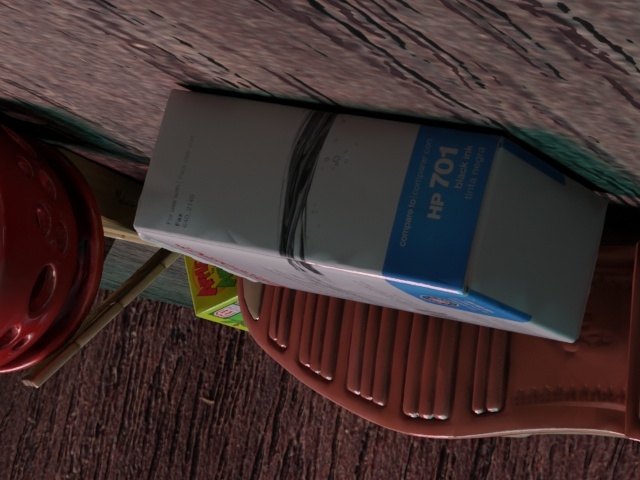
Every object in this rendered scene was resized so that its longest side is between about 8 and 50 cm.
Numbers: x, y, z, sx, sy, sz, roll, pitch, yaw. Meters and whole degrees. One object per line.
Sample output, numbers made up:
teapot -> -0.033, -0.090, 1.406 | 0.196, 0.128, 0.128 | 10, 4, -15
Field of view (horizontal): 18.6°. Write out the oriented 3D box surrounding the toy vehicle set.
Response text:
toy vehicle set -> -0.218, -0.042, 1.530 | 0.166, 0.035, 0.267 | 12, 174, 21

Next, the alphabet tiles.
alphabet tiles -> -0.142, 0.037, 1.436 | 0.009, 0.198, 0.237 | 47, 170, -5

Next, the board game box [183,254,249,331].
board game box -> -0.023, 0.019, 1.327 | 0.043, 0.092, 0.181 | -26, 154, 27

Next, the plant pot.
plant pot -> -0.245, 0.003, 1.291 | 0.191, 0.191, 0.174 | 11, -178, 25

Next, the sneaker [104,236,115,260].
sneaker -> -0.245, -0.010, 1.895 | 0.071, 0.066, 0.188 | 30, 171, 5

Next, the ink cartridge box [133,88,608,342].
ink cartridge box -> 0.026, -0.011, 0.977 | 0.191, 0.082, 0.140 | 12, 174, 31

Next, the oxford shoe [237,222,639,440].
oxford shoe -> 0.131, 0.049, 1.084 | 0.397, 0.140, 0.146 | 12, -178, 35
